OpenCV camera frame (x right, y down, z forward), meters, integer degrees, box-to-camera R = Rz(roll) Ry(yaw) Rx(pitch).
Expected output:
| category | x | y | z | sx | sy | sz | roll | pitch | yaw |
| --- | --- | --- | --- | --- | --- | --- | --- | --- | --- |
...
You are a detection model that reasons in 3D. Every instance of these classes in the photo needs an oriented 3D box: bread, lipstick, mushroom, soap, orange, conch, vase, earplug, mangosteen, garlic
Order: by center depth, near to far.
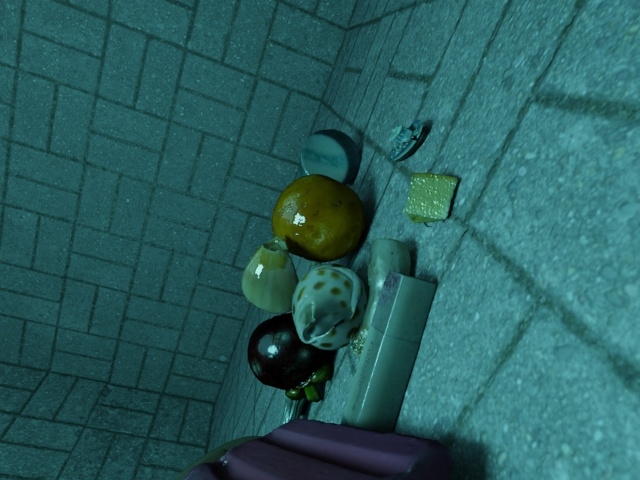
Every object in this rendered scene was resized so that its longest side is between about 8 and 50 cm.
| category | x | y | z | sx | sy | sz | roll | pitch | yaw |
| --- | --- | --- | --- | --- | --- | --- | --- | --- | --- |
| soap | -0.026 | 0.334 | 0.527 | 0.360 | 0.233 | 0.128 | -29 | 77 | 55 |
| lipstick | 0.103 | 0.210 | 0.688 | 0.066 | 0.068 | 0.317 | -163 | 90 | -76 |
| bread | 0.198 | -0.065 | 0.751 | 0.109 | 0.080 | 0.084 | 27 | -102 | -68 |
| mushroom | 0.111 | 0.109 | 0.763 | 0.092 | 0.081 | 0.223 | -10 | 65 | 57 |
| conch | 0.029 | 0.137 | 0.921 | 0.274 | 0.183 | 0.148 | -71 | -33 | -45 |
| garlic | -0.109 | 0.099 | 1.039 | 0.245 | 0.146 | 0.164 | 87 | -164 | -68 |
| mangosteen | -0.075 | 0.285 | 1.045 | 0.216 | 0.216 | 0.216 | -163 | 90 | -77 |
| vase | -0.075 | 0.456 | 1.073 | 0.081 | 0.081 | 0.148 | 161 | 122 | -74 |
| orange | -0.003 | -0.054 | 1.086 | 0.240 | 0.240 | 0.239 | -163 | 90 | -77 |
| earplug | 0.009 | -0.236 | 1.442 | 0.324 | 0.185 | 0.184 | 145 | 140 | -80 |

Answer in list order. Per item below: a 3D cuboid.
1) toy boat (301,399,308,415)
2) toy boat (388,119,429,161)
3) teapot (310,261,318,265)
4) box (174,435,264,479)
| category | x | y | z | sx | sy | sz | roll | pitch | yaw |
| --- | --- | --- | --- | --- | --- | --- | --- | --- | --- |
| toy boat | -0.053 | 0.430 | 1.124 | 0.038 | 0.038 | 0.083 | 146 | 139 | -70 |
| toy boat | 0.179 | -0.220 | 0.910 | 0.140 | 0.066 | 0.059 | 141 | 147 | -66 |
| teapot | 0.000 | 0.000 | 1.366 | 0.200 | 0.077 | 0.107 | 122 | 140 | -49 |
| box | -0.126 | 0.536 | 0.751 | 0.301 | 0.301 | 0.216 | -114 | 33 | -70 |
